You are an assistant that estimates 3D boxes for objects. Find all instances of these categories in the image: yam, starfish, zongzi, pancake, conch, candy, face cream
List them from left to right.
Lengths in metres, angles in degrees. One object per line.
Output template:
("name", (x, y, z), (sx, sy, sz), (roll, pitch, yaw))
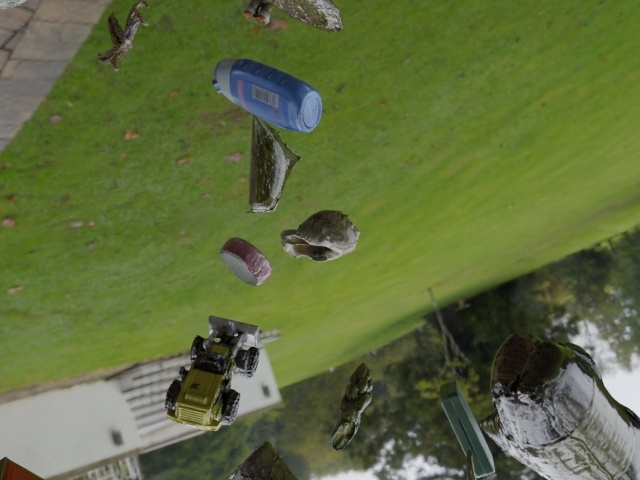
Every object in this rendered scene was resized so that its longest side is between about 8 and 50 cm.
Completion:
("starfish", (-0.450, -0.445, 1.592), (0.057, 0.237, 0.213), (23, 137, -36))
("candy", (-0.137, 0.039, 1.287), (0.043, 0.103, 0.103), (-48, 179, -22))
("zongzi", (-0.148, -0.183, 1.738), (0.094, 0.204, 0.204), (9, 155, 26))
("face cream", (-0.123, -0.317, 1.512), (0.083, 0.264, 0.149), (-50, 151, -25))
("yam", (-0.083, 0.589, 1.565), (0.131, 0.279, 0.131), (-37, 172, -6))
("pancake", (-0.047, -0.406, 1.172), (0.021, 0.199, 0.199), (-60, 166, -1))
("conch", (0.000, 0.000, 1.728), (0.207, 0.130, 0.155), (-10, 125, -22))
("zongzi", (0.282, 0.242, 1.044), (0.318, 0.289, 0.154), (-5, -136, 54))

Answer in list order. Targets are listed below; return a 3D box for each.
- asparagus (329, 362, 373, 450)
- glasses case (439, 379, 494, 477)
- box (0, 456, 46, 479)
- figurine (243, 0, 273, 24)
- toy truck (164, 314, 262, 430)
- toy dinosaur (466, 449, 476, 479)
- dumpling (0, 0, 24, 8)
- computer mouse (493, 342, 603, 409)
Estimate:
("asparagus", (0.092, 0.429, 1.872), (0.080, 0.080, 0.287), (-26, -156, 30))
("glasses case", (0.293, 0.377, 1.414), (0.040, 0.184, 0.078), (-25, -174, 12))
("box", (-0.509, 0.527, 1.235), (0.197, 0.089, 0.313), (-35, 127, 8))
("figurine", (-0.095, -0.537, 1.430), (0.147, 0.197, 0.093), (22, 161, -1))
("toy truck", (-0.193, 0.233, 1.326), (0.137, 0.285, 0.111), (12, 128, 5))
("toy dinosaur", (0.227, 0.489, 1.078), (0.072, 0.200, 0.251), (7, 118, -58))
("dumpling", (-0.637, -0.608, 1.444), (0.260, 0.181, 0.341), (-19, 136, -47))
("computer mouse", (0.492, 0.340, 1.541), (0.269, 0.170, 0.100), (-26, 172, -26))
